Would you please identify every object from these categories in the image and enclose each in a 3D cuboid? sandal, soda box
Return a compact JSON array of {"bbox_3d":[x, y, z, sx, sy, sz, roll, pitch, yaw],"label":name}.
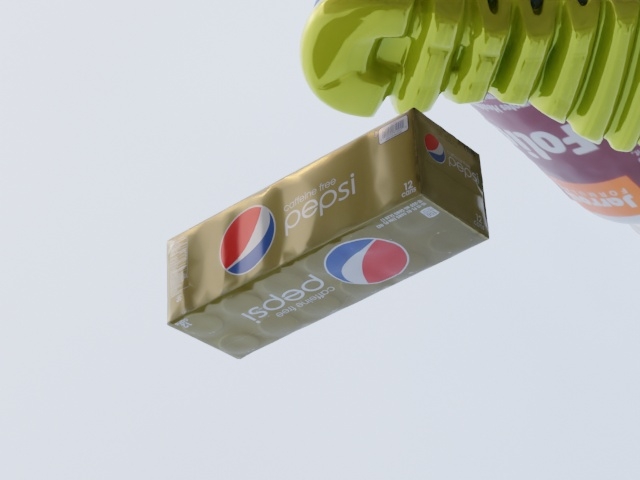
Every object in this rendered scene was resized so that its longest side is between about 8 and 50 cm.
[{"bbox_3d":[0.139,-0.147,1.142,0.317,0.126,0.138,9,-137,-16],"label":"sandal"},{"bbox_3d":[0.000,0.000,0.957,0.061,0.181,0.058,31,-136,-41],"label":"soda box"}]

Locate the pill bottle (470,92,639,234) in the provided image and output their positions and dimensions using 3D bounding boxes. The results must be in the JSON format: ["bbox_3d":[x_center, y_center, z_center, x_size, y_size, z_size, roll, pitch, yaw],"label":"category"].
[{"bbox_3d":[0.235,-0.153,1.407,0.392,0.224,0.224,39,-149,-33],"label":"pill bottle"}]
